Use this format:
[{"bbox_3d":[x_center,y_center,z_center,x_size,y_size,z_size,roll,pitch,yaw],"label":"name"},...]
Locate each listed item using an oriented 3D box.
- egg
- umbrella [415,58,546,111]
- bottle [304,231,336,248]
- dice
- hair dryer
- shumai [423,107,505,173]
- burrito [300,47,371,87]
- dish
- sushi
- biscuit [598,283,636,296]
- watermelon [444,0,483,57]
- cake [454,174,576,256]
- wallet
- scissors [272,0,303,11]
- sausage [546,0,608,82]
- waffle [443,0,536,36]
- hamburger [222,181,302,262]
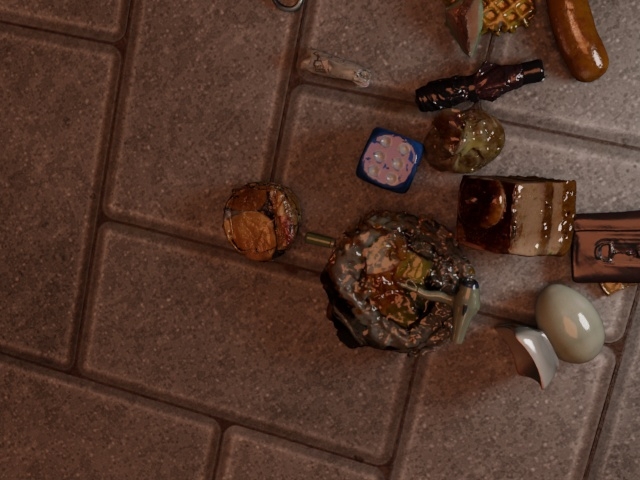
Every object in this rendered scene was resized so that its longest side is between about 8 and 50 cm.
[{"bbox_3d":[0.617,0.206,1.801,0.151,0.151,0.209,-27,82,15],"label":"egg"},{"bbox_3d":[0.400,-0.387,1.811,0.326,0.090,0.094,-10,72,14],"label":"umbrella"},{"bbox_3d":[0.000,0.000,1.980,0.083,0.030,0.030,14,99,10],"label":"bottle"},{"bbox_3d":[0.180,-0.204,1.858,0.146,0.146,0.143,22,98,6],"label":"dice"},{"bbox_3d":[0.288,0.173,1.759,0.199,0.067,0.167,-1,107,13],"label":"hair dryer"},{"bbox_3d":[0.354,-0.250,1.812,0.209,0.153,0.161,-6,88,17],"label":"shumai"},{"bbox_3d":[0.039,-0.454,1.902,0.203,0.064,0.064,22,101,10],"label":"burrito"},{"bbox_3d":[0.524,0.273,1.807,0.077,0.212,0.151,-27,90,-1],"label":"dish"},{"bbox_3d":[0.201,0.107,1.867,0.417,0.176,0.418,2,103,9],"label":"sushi"},{"bbox_3d":[0.822,0.021,1.786,0.299,0.045,0.154,-22,90,16],"label":"biscuit"},{"bbox_3d":[0.353,-0.533,1.786,0.101,0.080,0.155,6,138,35],"label":"watermelon"},{"bbox_3d":[0.447,-0.057,1.719,0.196,0.293,0.199,19,108,52],"label":"cake"},{"bbox_3d":[0.729,0.017,1.765,0.229,0.049,0.182,-2,96,18],"label":"wallet"},{"bbox_3d":[-0.183,-0.792,1.928,0.383,0.029,0.256,25,101,10],"label":"scissors"},{"bbox_3d":[0.615,-0.513,1.739,0.108,0.109,0.271,-19,94,14],"label":"sausage"},{"bbox_3d":[0.425,-0.636,1.797,0.254,0.052,0.245,10,100,11],"label":"waffle"},{"bbox_3d":[-0.159,-0.052,1.974,0.231,0.107,0.231,3,101,15],"label":"hamburger"}]
